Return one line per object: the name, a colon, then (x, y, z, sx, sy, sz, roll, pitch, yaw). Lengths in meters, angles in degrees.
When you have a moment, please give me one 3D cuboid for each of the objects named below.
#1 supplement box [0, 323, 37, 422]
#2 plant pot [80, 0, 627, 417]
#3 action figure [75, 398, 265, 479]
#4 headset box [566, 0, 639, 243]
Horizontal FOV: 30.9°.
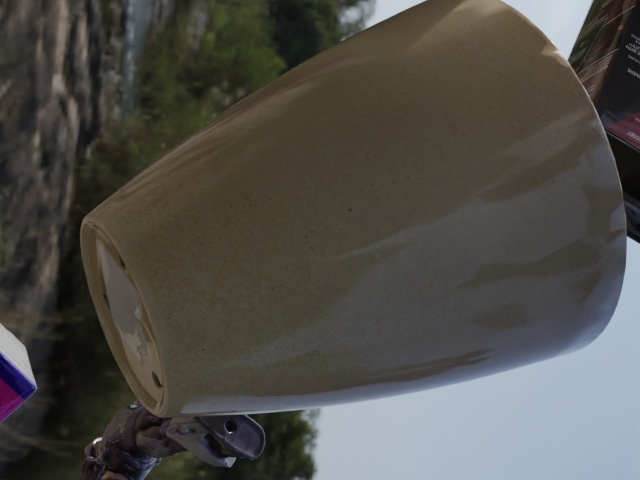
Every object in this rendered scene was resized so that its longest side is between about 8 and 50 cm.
supplement box: (-0.319, 0.125, 0.798, 0.220, 0.111, 0.114, -42, -160, -7)
plant pot: (0.000, 0.000, 0.730, 0.256, 0.274, 0.256, 48, -31, 42)
action figure: (-0.156, 0.172, 1.100, 0.285, 0.099, 0.185, -32, -145, 47)
headset box: (0.316, -0.119, 0.951, 0.293, 0.218, 0.110, -65, -169, -21)
